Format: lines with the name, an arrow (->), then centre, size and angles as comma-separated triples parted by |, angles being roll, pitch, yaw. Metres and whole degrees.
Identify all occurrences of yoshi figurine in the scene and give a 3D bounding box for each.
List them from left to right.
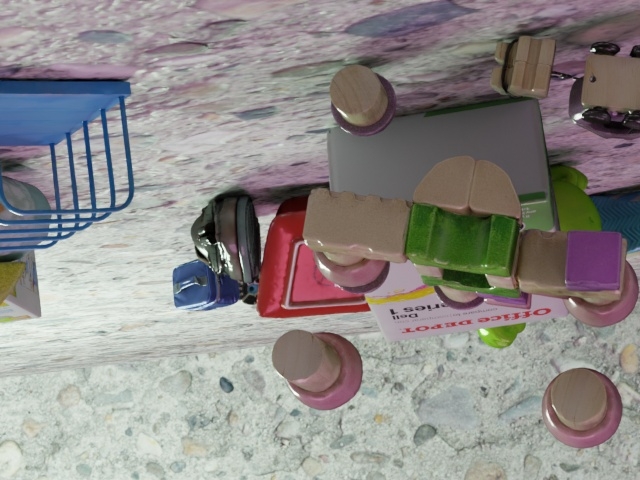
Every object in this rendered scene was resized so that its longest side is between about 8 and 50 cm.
yoshi figurine -> 0.233, 0.006, 1.966 | 0.203, 0.204, 0.362 | -23, 170, -1

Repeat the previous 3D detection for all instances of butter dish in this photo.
butter dish -> 0.000, 0.000, 1.945 | 0.159, 0.118, 0.160 | -3, 130, -15

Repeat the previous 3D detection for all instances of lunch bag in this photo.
lunch bag -> -0.164, 0.063, 2.368 | 0.065, 0.067, 0.098 | -1, 169, -40

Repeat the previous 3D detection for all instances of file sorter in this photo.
file sorter -> -0.232, -0.056, 1.340 | 0.118, 0.105, 0.170 | -3, 171, -30

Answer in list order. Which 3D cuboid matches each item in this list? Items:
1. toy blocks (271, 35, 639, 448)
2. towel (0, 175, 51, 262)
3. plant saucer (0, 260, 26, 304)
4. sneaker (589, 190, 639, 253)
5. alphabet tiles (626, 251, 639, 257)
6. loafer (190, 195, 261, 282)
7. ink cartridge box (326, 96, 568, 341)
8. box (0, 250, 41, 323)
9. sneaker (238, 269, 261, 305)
toy blocks -> 0.134, 0.008, 1.414 | 0.288, 0.309, 0.260 | 8, 171, 12
towel -> -0.483, -0.007, 1.522 | 0.374, 0.090, 0.320 | -12, 171, 28
plant saucer -> -0.396, 0.059, 1.588 | 0.188, 0.045, 0.188 | -3, 172, -33
sneaker -> 0.425, -0.027, 2.213 | 0.228, 0.087, 0.092 | -9, 177, 33
alphabet tiles -> 0.515, -0.025, 2.236 | 0.237, 0.009, 0.198 | -16, -163, 46
loafer -> -0.114, 0.005, 1.933 | 0.084, 0.096, 0.267 | -1, 174, 1
ink cartridge box -> 0.133, -0.013, 1.655 | 0.201, 0.117, 0.278 | -9, 153, 9
box -> -0.380, 0.032, 1.829 | 0.114, 0.103, 0.203 | -8, 172, -1
sneaker -> -0.074, 0.064, 2.549 | 0.162, 0.063, 0.073 | 3, -175, -34
